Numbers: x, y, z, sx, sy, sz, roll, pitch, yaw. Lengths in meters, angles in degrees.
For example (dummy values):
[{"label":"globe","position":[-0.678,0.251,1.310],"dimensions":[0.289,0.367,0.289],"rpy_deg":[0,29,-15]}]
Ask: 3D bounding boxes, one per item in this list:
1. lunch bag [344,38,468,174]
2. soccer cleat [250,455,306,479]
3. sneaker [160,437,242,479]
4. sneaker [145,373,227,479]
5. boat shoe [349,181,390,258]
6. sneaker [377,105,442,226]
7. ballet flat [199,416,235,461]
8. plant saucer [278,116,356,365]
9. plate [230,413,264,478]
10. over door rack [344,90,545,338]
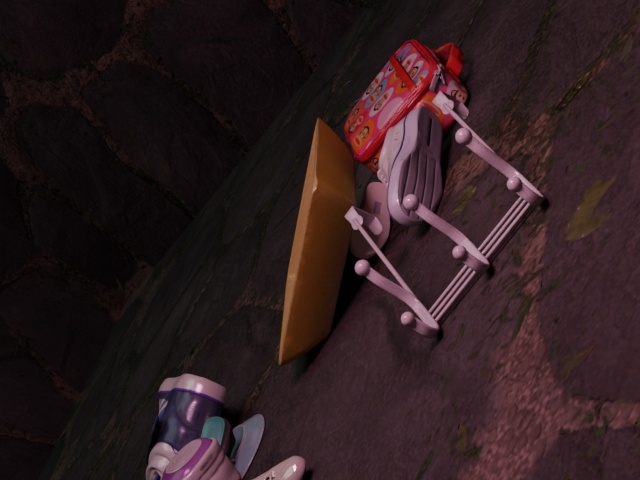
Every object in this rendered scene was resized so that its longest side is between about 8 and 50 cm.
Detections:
[{"label":"lunch bag","position":[0.163,-0.246,1.996],"dimensions":[0.258,0.120,0.293],"rpy_deg":[-50,17,13]},{"label":"soccer cleat","position":[-0.092,0.363,1.557],"dimensions":[0.196,0.076,0.068],"rpy_deg":[-49,15,29]},{"label":"sneaker","position":[-0.209,0.437,1.616],"dimensions":[0.114,0.152,0.305],"rpy_deg":[-13,30,51]},{"label":"sneaker","position":[-0.265,0.381,2.033],"dimensions":[0.323,0.130,0.236],"rpy_deg":[134,156,-70]},{"label":"boat shoe","position":[0.080,-0.024,1.885],"dimensions":[0.184,0.066,0.063],"rpy_deg":[-81,6,-47]},{"label":"sneaker","position":[0.137,-0.105,1.762],"dimensions":[0.091,0.094,0.258],"rpy_deg":[-35,25,37]},{"label":"ballet flat","position":[-0.181,0.383,1.782],"dimensions":[0.074,0.074,0.203],"rpy_deg":[-42,25,48]},{"label":"plant saucer","position":[0.000,0.000,1.876],"dimensions":[0.333,0.080,0.333],"rpy_deg":[-86,7,-66]},{"label":"plate","position":[-0.155,0.373,1.880],"dimensions":[0.188,0.024,0.188],"rpy_deg":[-53,14,20]},{"label":"over door rack","position":[0.140,-0.051,1.487],"dimensions":[0.239,0.108,0.324],"rpy_deg":[-53,29,16]}]
